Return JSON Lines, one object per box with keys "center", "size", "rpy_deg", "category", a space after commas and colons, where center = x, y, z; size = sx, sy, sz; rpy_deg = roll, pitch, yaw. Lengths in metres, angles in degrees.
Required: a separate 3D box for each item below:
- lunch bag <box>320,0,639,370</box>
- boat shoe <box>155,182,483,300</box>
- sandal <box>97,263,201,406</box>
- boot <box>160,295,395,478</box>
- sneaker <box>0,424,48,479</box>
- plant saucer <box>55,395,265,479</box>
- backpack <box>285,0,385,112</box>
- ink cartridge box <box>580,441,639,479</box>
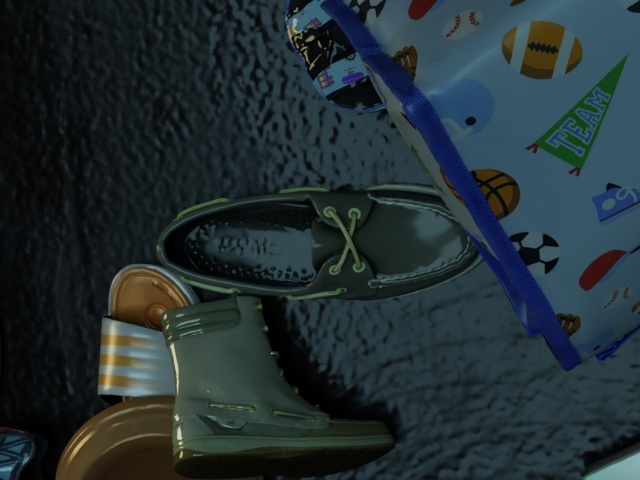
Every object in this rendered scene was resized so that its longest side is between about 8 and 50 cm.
{"center": [0.239, -0.102, 0.975], "size": [0.328, 0.239, 0.385], "rpy_deg": [-34, 125, 6], "category": "lunch bag"}
{"center": [0.000, 0.005, 1.149], "size": [0.305, 0.091, 0.109], "rpy_deg": [-2, 93, 14], "category": "boat shoe"}
{"center": [-0.163, 0.156, 1.206], "size": [0.102, 0.076, 0.265], "rpy_deg": [-1, 93, 14], "category": "sandal"}
{"center": [-0.040, 0.134, 1.166], "size": [0.213, 0.077, 0.165], "rpy_deg": [3, 58, -22], "category": "boot"}
{"center": [-0.279, 0.308, 1.232], "size": [0.125, 0.104, 0.261], "rpy_deg": [-19, 95, 6], "category": "sneaker"}
{"center": [-0.151, 0.242, 1.188], "size": [0.200, 0.037, 0.200], "rpy_deg": [-2, 112, -5], "category": "plant saucer"}
{"center": [0.065, -0.195, 1.107], "size": [0.173, 0.117, 0.158], "rpy_deg": [-29, 87, 13], "category": "backpack"}
{"center": [0.368, 0.236, 1.095], "size": [0.225, 0.056, 0.181], "rpy_deg": [-28, 87, 16], "category": "ink cartridge box"}
